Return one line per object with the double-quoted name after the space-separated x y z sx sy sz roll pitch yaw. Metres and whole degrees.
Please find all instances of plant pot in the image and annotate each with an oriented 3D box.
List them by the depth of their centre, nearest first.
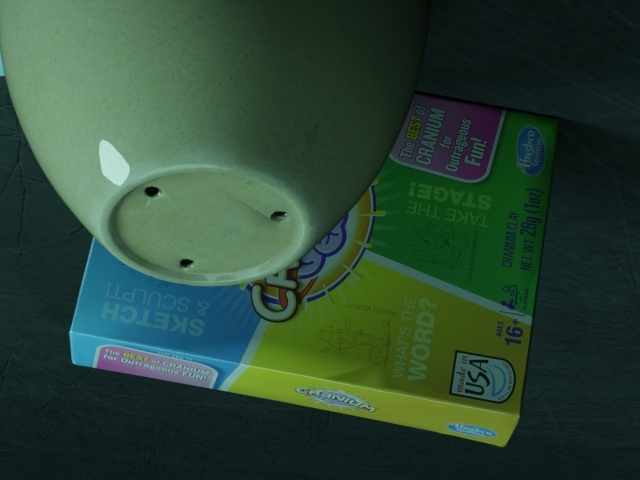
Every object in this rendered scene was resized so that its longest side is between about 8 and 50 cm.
-0.069 -0.085 1.148 0.284 0.191 0.284 -1 145 0 "plant pot"

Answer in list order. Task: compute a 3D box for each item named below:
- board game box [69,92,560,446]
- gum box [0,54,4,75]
0.000 0.000 1.323 0.317 0.242 0.064 10 155 0 "board game box"
-0.197 -0.176 1.261 0.184 0.041 0.157 -4 152 28 "gum box"
